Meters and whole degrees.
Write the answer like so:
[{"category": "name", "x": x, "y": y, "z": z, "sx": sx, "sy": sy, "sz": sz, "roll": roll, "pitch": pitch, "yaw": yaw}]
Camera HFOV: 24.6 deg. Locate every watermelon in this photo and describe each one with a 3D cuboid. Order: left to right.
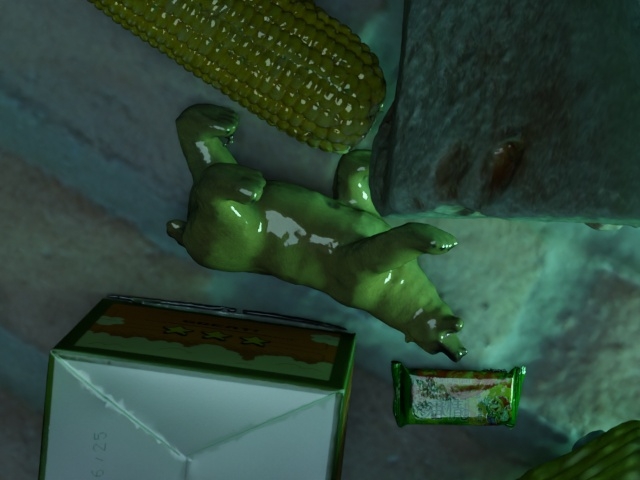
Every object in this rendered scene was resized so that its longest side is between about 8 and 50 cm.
[{"category": "watermelon", "x": 0.126, "y": -0.090, "z": 0.811, "sx": 0.228, "sy": 0.387, "sz": 0.258, "roll": 21, "pitch": 124, "yaw": -38}]

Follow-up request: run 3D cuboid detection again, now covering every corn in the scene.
[{"category": "corn", "x": -0.068, "y": -0.143, "z": 0.900, "sx": 0.248, "sy": 0.081, "sz": 0.081, "roll": 34, "pitch": 100, "yaw": -4}]

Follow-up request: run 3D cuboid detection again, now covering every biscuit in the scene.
[{"category": "biscuit", "x": 0.091, "y": 0.104, "z": 0.976, "sx": 0.089, "sy": 0.016, "sz": 0.046, "roll": 1, "pitch": 101, "yaw": 2}]

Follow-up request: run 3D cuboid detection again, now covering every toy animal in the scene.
[{"category": "toy animal", "x": 0.000, "y": 0.000, "z": 0.930, "sx": 0.218, "sy": 0.103, "sz": 0.101, "roll": 15, "pitch": 118, "yaw": -3}]

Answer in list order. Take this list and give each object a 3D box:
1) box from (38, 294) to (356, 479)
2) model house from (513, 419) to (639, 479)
[{"category": "box", "x": -0.077, "y": 0.153, "z": 0.925, "sx": 0.177, "sy": 0.148, "sz": 0.195, "roll": 7, "pitch": 102, "yaw": 4}, {"category": "model house", "x": 0.147, "y": 0.255, "z": 0.872, "sx": 0.237, "sy": 0.303, "sz": 0.215, "roll": -32, "pitch": 116, "yaw": 16}]
